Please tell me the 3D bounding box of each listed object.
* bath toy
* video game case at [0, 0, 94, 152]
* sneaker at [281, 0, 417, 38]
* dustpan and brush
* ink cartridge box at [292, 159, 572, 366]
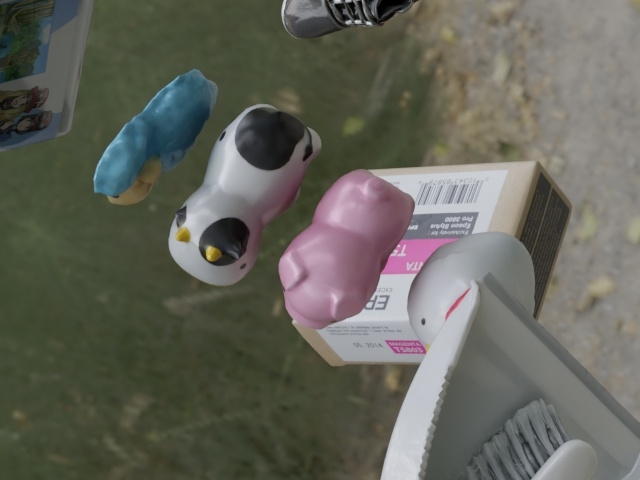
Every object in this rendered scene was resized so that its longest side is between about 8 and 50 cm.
[{"bbox_3d":[0.000,0.000,1.367,0.151,0.348,0.129,-65,-7,16],"label":"bath toy"},{"bbox_3d":[-0.238,-0.116,0.784,0.036,0.300,0.329,61,153,24],"label":"video game case"},{"bbox_3d":[0.033,-0.196,1.382,0.158,0.061,0.065,-25,35,27],"label":"sneaker"},{"bbox_3d":[0.060,0.139,0.699,0.211,0.147,0.060,-53,36,-9],"label":"dustpan and brush"},{"bbox_3d":[0.111,0.024,1.736,0.235,0.088,0.193,-2,54,37],"label":"ink cartridge box"}]
